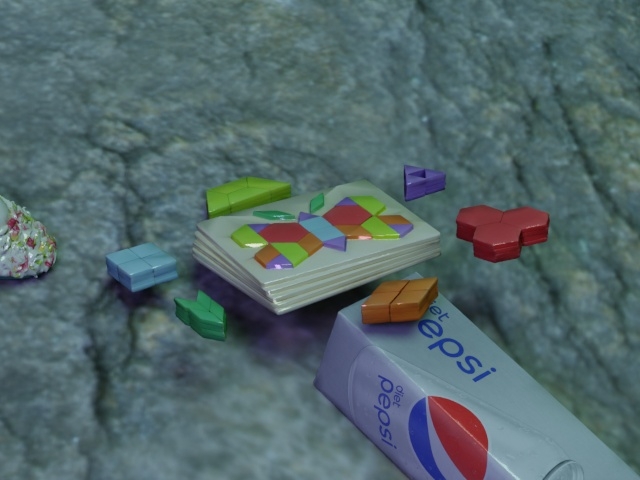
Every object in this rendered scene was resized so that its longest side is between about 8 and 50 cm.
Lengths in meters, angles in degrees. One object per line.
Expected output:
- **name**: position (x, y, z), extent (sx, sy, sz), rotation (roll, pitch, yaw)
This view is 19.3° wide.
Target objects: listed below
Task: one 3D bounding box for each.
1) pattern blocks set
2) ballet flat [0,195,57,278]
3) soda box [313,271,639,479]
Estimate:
- **pattern blocks set**: position (0.000, 0.000, 1.582), extent (0.325, 0.026, 0.285), rotation (-25, 34, -37)
- **ballet flat**: position (-0.330, -0.027, 1.534), extent (0.241, 0.077, 0.091), rotation (12, 41, -8)
- **soda box**: position (0.129, 0.158, 1.496), extent (0.098, 0.091, 0.286), rotation (-25, 57, -38)
